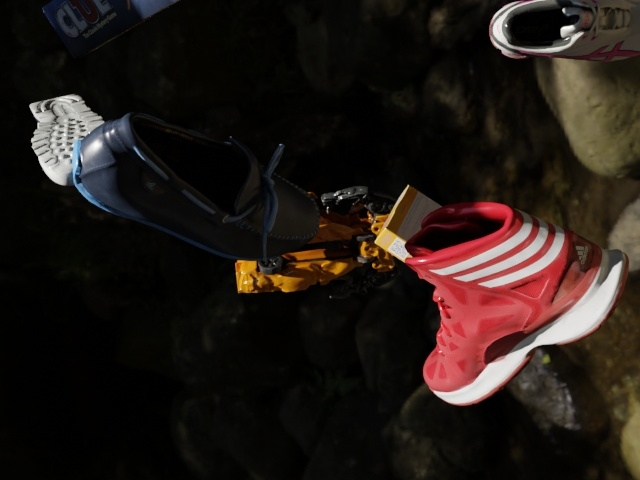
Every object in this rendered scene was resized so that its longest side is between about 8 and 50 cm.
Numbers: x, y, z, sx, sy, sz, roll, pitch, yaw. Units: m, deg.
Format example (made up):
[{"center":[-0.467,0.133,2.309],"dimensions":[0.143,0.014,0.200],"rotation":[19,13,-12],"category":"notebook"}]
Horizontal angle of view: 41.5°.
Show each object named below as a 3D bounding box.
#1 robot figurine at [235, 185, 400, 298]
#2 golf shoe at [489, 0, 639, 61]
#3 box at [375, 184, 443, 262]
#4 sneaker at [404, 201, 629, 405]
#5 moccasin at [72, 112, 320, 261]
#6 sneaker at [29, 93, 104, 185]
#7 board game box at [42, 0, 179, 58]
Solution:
[{"center":[0.000,0.000,1.398],"dimensions":[0.085,0.291,0.211],"rotation":[-104,9,-55],"category":"robot figurine"},{"center":[0.256,-0.201,0.802],"dimensions":[0.086,0.186,0.067],"rotation":[-60,-36,-75],"category":"golf shoe"},{"center":[0.128,0.009,0.850],"dimensions":[0.028,0.136,0.081],"rotation":[-53,3,43],"category":"box"},{"center":[0.104,0.037,0.613],"dimensions":[0.221,0.128,0.087],"rotation":[-51,10,50],"category":"sneaker"},{"center":[-0.113,-0.054,0.977],"dimensions":[0.117,0.342,0.137],"rotation":[-31,63,36],"category":"moccasin"},{"center":[-0.316,-0.113,1.081],"dimensions":[0.235,0.090,0.094],"rotation":[-124,27,-59],"category":"sneaker"},{"center":[-0.058,-0.220,0.588],"dimensions":[0.165,0.243,0.042],"rotation":[-7,121,49],"category":"board game box"}]
